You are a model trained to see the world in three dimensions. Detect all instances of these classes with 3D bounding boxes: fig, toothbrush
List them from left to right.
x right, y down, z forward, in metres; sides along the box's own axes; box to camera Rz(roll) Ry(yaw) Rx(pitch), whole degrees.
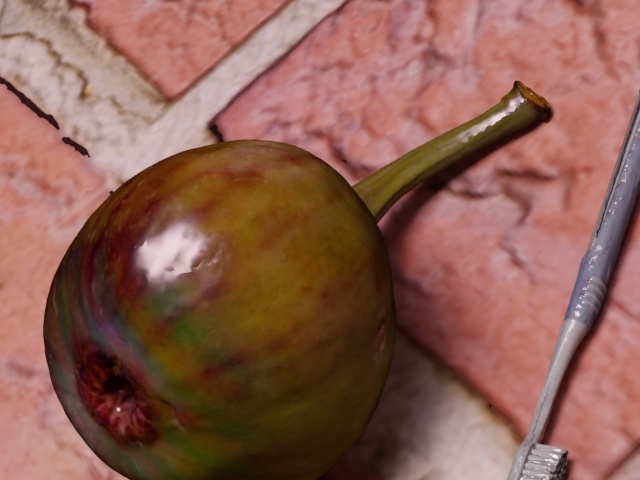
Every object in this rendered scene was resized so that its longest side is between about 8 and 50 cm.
[{"bbox_3d":[0.000,0.000,0.709,0.149,0.149,0.245,15,40,39],"label":"fig"},{"bbox_3d":[0.110,0.014,0.685,0.019,0.016,0.219,4,58,32],"label":"toothbrush"}]
